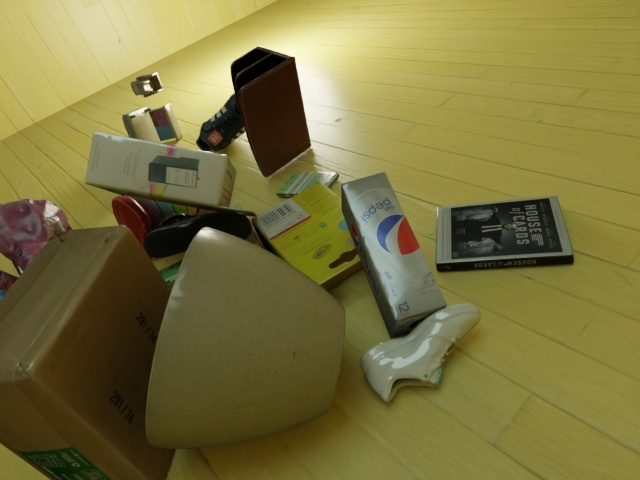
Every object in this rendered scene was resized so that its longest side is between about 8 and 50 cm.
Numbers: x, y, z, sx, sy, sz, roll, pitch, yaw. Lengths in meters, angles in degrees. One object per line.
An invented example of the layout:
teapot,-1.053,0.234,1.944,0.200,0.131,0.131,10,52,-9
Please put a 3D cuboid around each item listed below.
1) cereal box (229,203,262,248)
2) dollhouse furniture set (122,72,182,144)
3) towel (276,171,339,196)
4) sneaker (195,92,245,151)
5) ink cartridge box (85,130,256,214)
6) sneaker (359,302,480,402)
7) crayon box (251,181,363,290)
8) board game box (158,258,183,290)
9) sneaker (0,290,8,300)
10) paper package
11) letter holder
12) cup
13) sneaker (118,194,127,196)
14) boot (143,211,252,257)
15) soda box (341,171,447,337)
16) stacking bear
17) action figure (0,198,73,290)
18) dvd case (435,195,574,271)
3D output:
cereal box,-0.242,0.013,1.143,0.173,0.047,0.240,-29,38,-7
dollhouse furniture set,-0.700,-0.431,1.710,0.198,0.286,0.303,-9,27,15
towel,-0.034,-0.152,1.279,0.152,0.023,0.113,6,42,33
sneaker,-0.315,-0.379,1.550,0.148,0.131,0.350,-53,19,-27
ink cartridge box,-0.315,-0.142,1.066,0.354,0.119,0.207,10,-2,-5
sneaker,0.174,0.183,0.735,0.212,0.080,0.094,-30,49,-1
crayon box,0.000,0.000,1.022,0.202,0.081,0.318,-30,38,-12
board game box,-0.369,0.106,1.020,0.260,0.030,0.136,-26,18,4
sneaker,-0.963,0.133,1.175,0.323,0.236,0.130,-18,37,4
paper package,-0.358,0.194,0.748,0.168,0.324,0.309,-9,38,14
letter holder,-0.172,-0.367,1.354,0.152,0.301,0.214,31,60,32
cup,-0.093,0.161,0.716,0.237,0.330,0.330,10,41,-3
sneaker,-0.564,-0.087,1.372,0.101,0.106,0.267,-21,39,-3
boot,-0.286,-0.032,1.095,0.237,0.085,0.178,-12,16,-8
soda box,0.121,0.020,0.835,0.091,0.098,0.286,-16,61,-6
stacking bear,-0.401,-0.105,1.280,0.164,0.175,0.289,41,52,21
action figure,-0.787,0.056,1.257,0.248,0.275,0.370,-25,60,-17
dvd case,0.354,-0.015,0.920,0.239,0.029,0.179,-5,40,20
